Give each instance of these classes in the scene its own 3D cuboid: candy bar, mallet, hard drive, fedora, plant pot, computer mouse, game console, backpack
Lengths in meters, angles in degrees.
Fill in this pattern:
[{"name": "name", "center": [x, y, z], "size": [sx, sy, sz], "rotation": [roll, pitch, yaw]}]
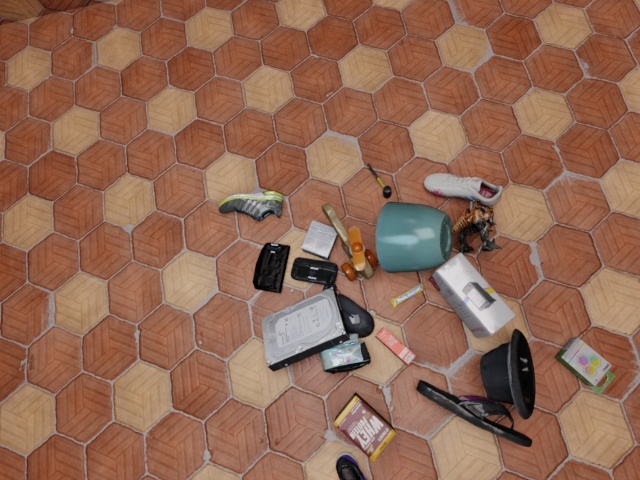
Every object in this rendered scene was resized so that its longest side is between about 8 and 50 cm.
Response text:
[{"name": "candy bar", "center": [0.369, 0.229, 1.788], "size": [0.161, 0.018, 0.040], "rotation": [-28, 74, -3]}, {"name": "mallet", "center": [0.267, -0.272, 1.932], "size": [0.039, 0.062, 0.190], "rotation": [-28, 59, -5]}, {"name": "hard drive", "center": [-0.069, 0.350, 1.687], "size": [0.338, 0.064, 0.237], "rotation": [-25, 43, 10]}, {"name": "fedora", "center": [0.692, 0.492, 1.582], "size": [0.152, 0.334, 0.334], "rotation": [-12, 71, 34]}, {"name": "plant pot", "center": [0.385, -0.012, 1.672], "size": [0.235, 0.293, 0.293], "rotation": [1, 72, 33]}, {"name": "computer mouse", "center": [0.099, 0.307, 1.760], "size": [0.272, 0.072, 0.188], "rotation": [29, 78, 12]}, {"name": "game console", "center": [-0.108, 0.134, 1.834], "size": [0.361, 0.044, 0.213], "rotation": [9, 75, 11]}, {"name": "backpack", "center": [0.088, 0.449, 1.671], "size": [0.188, 0.166, 0.144], "rotation": [-19, 72, -4]}]

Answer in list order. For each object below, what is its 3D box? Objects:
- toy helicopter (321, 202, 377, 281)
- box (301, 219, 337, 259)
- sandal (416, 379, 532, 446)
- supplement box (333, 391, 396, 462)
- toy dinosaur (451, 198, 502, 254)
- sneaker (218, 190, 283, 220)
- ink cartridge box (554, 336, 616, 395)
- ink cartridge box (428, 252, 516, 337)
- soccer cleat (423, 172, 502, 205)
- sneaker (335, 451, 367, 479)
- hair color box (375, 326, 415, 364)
[{"name": "toy helicopter", "center": [0.109, 0.005, 1.723], "size": [0.140, 0.235, 0.355], "rotation": [-32, 93, -5]}, {"name": "box", "center": [0.000, 0.000, 1.853], "size": [0.126, 0.072, 0.137], "rotation": [20, 78, 10]}, {"name": "sandal", "center": [0.583, 0.624, 1.579], "size": [0.445, 0.167, 0.107], "rotation": [26, 86, 12]}, {"name": "supplement box", "center": [0.163, 0.689, 1.583], "size": [0.191, 0.194, 0.129], "rotation": [40, 81, 13]}, {"name": "toy dinosaur", "center": [0.624, -0.059, 1.745], "size": [0.321, 0.164, 0.219], "rotation": [-10, 93, -23]}, {"name": "sneaker", "center": [-0.312, -0.145, 1.903], "size": [0.299, 0.111, 0.121], "rotation": [-7, 78, 5]}, {"name": "ink cartridge box", "center": [1.039, 0.488, 1.639], "size": [0.109, 0.062, 0.209], "rotation": [-44, 76, -9]}, {"name": "ink cartridge box", "center": [0.583, 0.219, 1.667], "size": [0.131, 0.226, 0.306], "rotation": [-38, 76, -5]}, {"name": "soccer cleat", "center": [0.621, -0.241, 1.834], "size": [0.331, 0.143, 0.116], "rotation": [15, 76, 9]}, {"name": "sneaker", "center": [0.148, 0.930, 1.542], "size": [0.102, 0.146, 0.293], "rotation": [-37, 75, -6]}, {"name": "hair color box", "center": [0.299, 0.424, 1.700], "size": [0.167, 0.093, 0.053], "rotation": [40, 82, 14]}]
